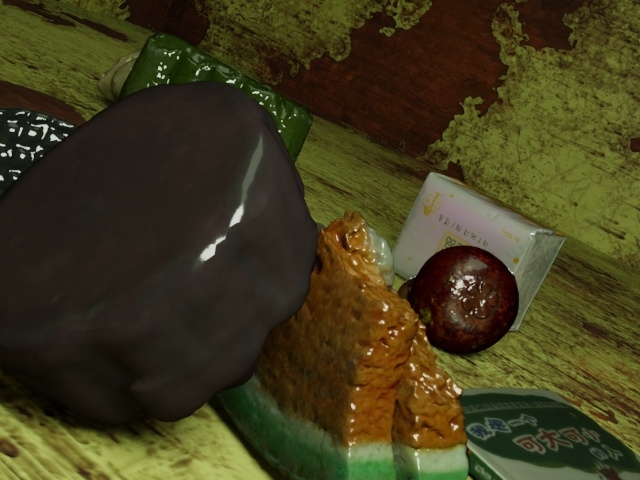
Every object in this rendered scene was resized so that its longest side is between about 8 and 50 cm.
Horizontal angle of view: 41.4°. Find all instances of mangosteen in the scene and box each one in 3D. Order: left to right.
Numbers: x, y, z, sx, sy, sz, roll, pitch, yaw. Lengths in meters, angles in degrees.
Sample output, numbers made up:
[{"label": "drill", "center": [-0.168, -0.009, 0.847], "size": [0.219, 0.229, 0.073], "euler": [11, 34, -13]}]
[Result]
[{"label": "mangosteen", "center": [0.193, 0.072, 1.182], "size": [0.156, 0.145, 0.181], "euler": [19, 15, -6]}]

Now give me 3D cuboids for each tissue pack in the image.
[{"label": "tissue pack", "center": [0.250, 0.018, 1.390], "size": [0.225, 0.185, 0.124], "euler": [34, 18, 37]}]

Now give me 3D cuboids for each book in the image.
[{"label": "book", "center": [0.288, 0.266, 0.850], "size": [0.260, 0.043, 0.371], "euler": [9, 20, -42]}]

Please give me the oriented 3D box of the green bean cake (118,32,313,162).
[{"label": "green bean cake", "center": [-0.181, -0.200, 1.491], "size": [0.335, 0.218, 0.319], "euler": [29, 6, -3]}]

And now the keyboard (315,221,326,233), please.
[{"label": "keyboard", "center": [0.000, 0.000, 1.404], "size": [0.055, 0.017, 0.166], "euler": [14, 17, -18]}]

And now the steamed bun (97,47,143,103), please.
[{"label": "steamed bun", "center": [-0.382, -0.327, 1.779], "size": [0.155, 0.140, 0.172], "euler": [-13, 34, -45]}]

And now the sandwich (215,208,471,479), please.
[{"label": "sandwich", "center": [0.007, 0.102, 0.702], "size": [0.109, 0.212, 0.292], "euler": [3, 40, -39]}]

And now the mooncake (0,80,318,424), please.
[{"label": "mooncake", "center": [-0.136, 0.007, 0.675], "size": [0.283, 0.283, 0.141], "euler": [38, -14, 44]}]

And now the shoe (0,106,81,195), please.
[{"label": "shoe", "center": [-0.299, -0.071, 0.986], "size": [0.336, 0.132, 0.171], "euler": [6, -1, -21]}]
